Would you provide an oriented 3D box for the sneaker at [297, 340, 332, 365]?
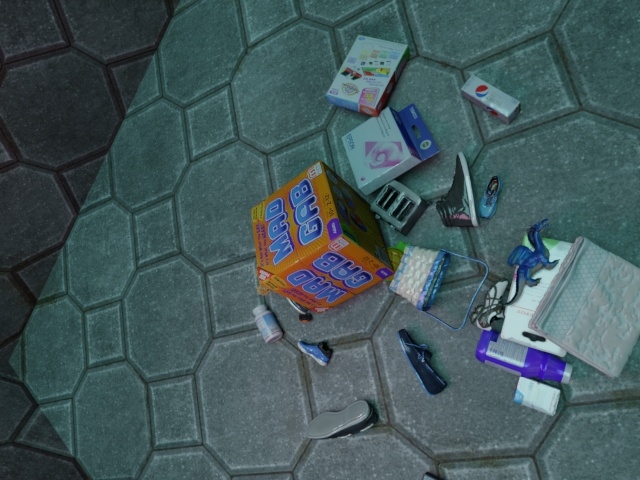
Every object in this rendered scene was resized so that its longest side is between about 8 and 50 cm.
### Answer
[{"bbox_3d":[-0.020,0.445,1.784,0.152,0.058,0.085,33,104,23],"label":"sneaker"}]

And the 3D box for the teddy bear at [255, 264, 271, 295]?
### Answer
[{"bbox_3d":[-0.235,0.103,1.838,0.338,0.113,0.245,-121,50,-67],"label":"teddy bear"}]

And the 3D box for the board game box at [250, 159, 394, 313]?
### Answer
[{"bbox_3d":[0.000,0.000,1.613,0.356,0.356,0.356,-32,49,23],"label":"board game box"}]

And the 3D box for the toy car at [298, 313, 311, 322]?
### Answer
[{"bbox_3d":[-0.080,0.309,1.861,0.041,0.060,0.122,102,152,-48],"label":"toy car"}]

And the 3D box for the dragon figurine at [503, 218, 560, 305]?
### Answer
[{"bbox_3d":[0.646,0.069,1.352,0.144,0.085,0.289,45,102,27],"label":"dragon figurine"}]

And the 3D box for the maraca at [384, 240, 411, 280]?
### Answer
[{"bbox_3d":[0.289,0.080,1.665,0.185,0.099,0.127,-33,79,-7],"label":"maraca"}]

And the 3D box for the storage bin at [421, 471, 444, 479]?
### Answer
[{"bbox_3d":[0.401,0.880,1.490,0.135,0.098,0.091,15,79,28],"label":"storage bin"}]

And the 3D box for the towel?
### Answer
[{"bbox_3d":[0.838,0.199,1.286,0.316,0.053,0.332,30,88,-4],"label":"towel"}]

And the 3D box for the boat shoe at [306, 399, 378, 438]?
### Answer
[{"bbox_3d":[0.081,0.723,1.668,0.302,0.091,0.114,-28,27,26],"label":"boat shoe"}]

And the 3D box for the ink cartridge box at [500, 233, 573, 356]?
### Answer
[{"bbox_3d":[0.737,0.177,1.403,0.207,0.119,0.354,15,88,28],"label":"ink cartridge box"}]

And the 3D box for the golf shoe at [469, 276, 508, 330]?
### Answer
[{"bbox_3d":[0.605,0.224,1.476,0.094,0.077,0.198,34,90,38],"label":"golf shoe"}]

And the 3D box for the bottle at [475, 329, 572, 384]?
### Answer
[{"bbox_3d":[0.669,0.389,1.413,0.282,0.092,0.118,15,56,27],"label":"bottle"}]

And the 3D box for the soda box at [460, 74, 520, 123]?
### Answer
[{"bbox_3d":[0.633,-0.526,1.589,0.216,0.074,0.069,45,103,26],"label":"soda box"}]

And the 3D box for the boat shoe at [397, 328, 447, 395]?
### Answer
[{"bbox_3d":[0.375,0.435,1.575,0.089,0.109,0.258,-31,86,12],"label":"boat shoe"}]

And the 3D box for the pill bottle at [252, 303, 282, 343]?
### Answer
[{"bbox_3d":[-0.238,0.368,1.893,0.087,0.087,0.160,-39,67,17],"label":"pill bottle"}]

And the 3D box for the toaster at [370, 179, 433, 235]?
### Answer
[{"bbox_3d":[0.312,-0.134,1.674,0.168,0.110,0.186,40,101,25],"label":"toaster"}]

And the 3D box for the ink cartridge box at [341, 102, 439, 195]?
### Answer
[{"bbox_3d":[0.262,-0.385,1.703,0.330,0.071,0.324,-31,48,21],"label":"ink cartridge box"}]

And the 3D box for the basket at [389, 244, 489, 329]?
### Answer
[{"bbox_3d":[0.418,0.145,1.525,0.288,0.201,0.255,27,96,30],"label":"basket"}]

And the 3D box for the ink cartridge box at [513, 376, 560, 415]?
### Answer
[{"bbox_3d":[0.712,0.507,1.405,0.122,0.052,0.089,15,90,29],"label":"ink cartridge box"}]

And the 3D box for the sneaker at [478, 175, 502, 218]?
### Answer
[{"bbox_3d":[0.610,-0.160,1.546,0.063,0.073,0.162,14,90,28],"label":"sneaker"}]

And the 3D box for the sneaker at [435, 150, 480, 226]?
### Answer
[{"bbox_3d":[0.495,-0.184,1.592,0.146,0.104,0.296,-11,75,30],"label":"sneaker"}]

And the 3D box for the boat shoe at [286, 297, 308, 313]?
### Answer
[{"bbox_3d":[-0.112,0.205,1.850,0.079,0.095,0.255,-42,52,9],"label":"boat shoe"}]

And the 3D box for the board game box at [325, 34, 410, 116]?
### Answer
[{"bbox_3d":[0.199,-0.696,1.796,0.242,0.064,0.317,25,82,23],"label":"board game box"}]
